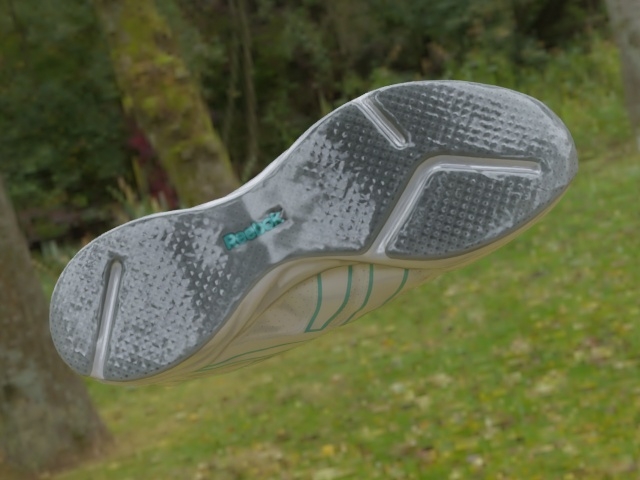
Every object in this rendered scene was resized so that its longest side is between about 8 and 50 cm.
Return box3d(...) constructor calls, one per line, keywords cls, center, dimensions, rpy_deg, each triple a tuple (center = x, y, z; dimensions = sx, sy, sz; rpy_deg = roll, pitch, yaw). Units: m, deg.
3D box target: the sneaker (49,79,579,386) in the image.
box3d(cls="sneaker", center=(0.000, 0.000, 0.415), dimensions=(0.152, 0.053, 0.061), rpy_deg=(-22, -17, 4))
